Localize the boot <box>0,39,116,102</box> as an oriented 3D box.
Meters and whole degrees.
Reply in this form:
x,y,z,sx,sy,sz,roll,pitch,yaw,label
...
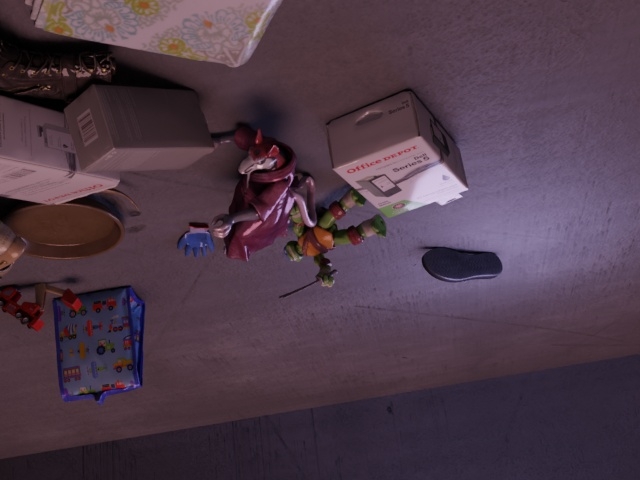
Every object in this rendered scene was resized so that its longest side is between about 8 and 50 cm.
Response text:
x,y,z,sx,sy,sz,roll,pitch,yaw,label
-0.455,-0.295,1.427,0.228,0.091,0.263,-4,164,-8,boot

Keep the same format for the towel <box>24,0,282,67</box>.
x,y,z,sx,sy,sz,roll,pitch,yaw,label
-0.225,-0.401,1.269,0.374,0.090,0.320,6,153,-25,towel

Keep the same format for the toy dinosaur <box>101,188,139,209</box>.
x,y,z,sx,sy,sz,roll,pitch,yaw,label
-0.488,-0.115,1.821,0.211,0.064,0.112,6,170,-8,toy dinosaur

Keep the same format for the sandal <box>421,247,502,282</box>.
x,y,z,sx,sy,sz,roll,pitch,yaw,label
0.388,0.078,2.389,0.254,0.097,0.054,6,151,-26,sandal

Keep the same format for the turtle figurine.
x,y,z,sx,sy,sz,roll,pitch,yaw,label
0.000,0.000,2.002,0.266,0.198,0.274,-30,158,24,turtle figurine

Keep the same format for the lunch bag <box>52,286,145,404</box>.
x,y,z,sx,sy,sz,roll,pitch,yaw,label
-0.595,0.296,2.337,0.220,0.293,0.138,-10,154,5,lunch bag

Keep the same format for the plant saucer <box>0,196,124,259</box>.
x,y,z,sx,sy,sz,roll,pitch,yaw,label
-0.587,-0.031,1.966,0.277,0.041,0.278,-7,154,-3,plant saucer

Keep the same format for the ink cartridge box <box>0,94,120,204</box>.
x,y,z,sx,sy,sz,roll,pitch,yaw,label
-0.534,-0.155,1.554,0.207,0.117,0.283,-12,168,31,ink cartridge box

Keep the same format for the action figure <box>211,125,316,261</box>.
x,y,z,sx,sy,sz,roll,pitch,yaw,label
-0.101,-0.096,1.735,0.275,0.248,0.370,-2,156,-13,action figure

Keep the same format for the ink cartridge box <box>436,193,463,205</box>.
x,y,z,sx,sy,sz,roll,pitch,yaw,label
0.281,-0.122,2.034,0.062,0.029,0.115,-24,151,29,ink cartridge box

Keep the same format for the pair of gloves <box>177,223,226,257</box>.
x,y,z,sx,sy,sz,roll,pitch,yaw,label
-0.252,0.000,2.142,0.198,0.023,0.159,1,153,-15,pair of gloves

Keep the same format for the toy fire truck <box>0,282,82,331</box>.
x,y,z,sx,sy,sz,roll,pitch,yaw,label
-0.732,0.158,2.244,0.192,0.135,0.047,29,159,15,toy fire truck

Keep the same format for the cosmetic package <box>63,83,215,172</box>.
x,y,z,sx,sy,sz,roll,pitch,yaw,label
-0.316,-0.197,1.535,0.107,0.127,0.238,-28,166,35,cosmetic package

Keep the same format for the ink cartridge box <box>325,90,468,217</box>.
x,y,z,sx,sy,sz,roll,pitch,yaw,label
0.162,-0.171,1.801,0.198,0.115,0.273,-20,151,23,ink cartridge box

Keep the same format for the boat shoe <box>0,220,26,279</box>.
x,y,z,sx,sy,sz,roll,pitch,yaw,label
-0.746,0.048,1.924,0.110,0.122,0.341,34,151,-20,boat shoe
